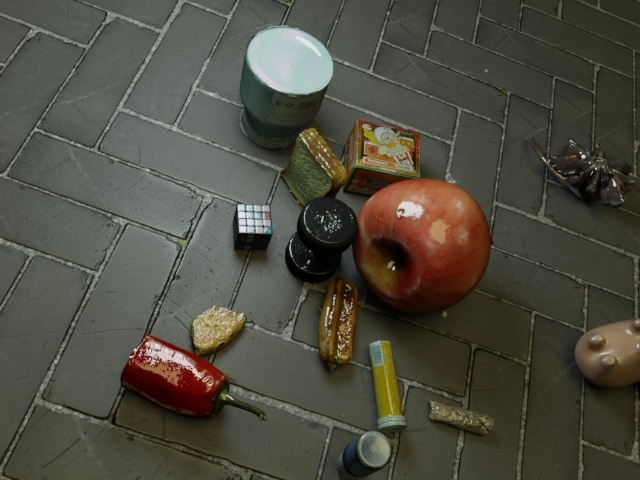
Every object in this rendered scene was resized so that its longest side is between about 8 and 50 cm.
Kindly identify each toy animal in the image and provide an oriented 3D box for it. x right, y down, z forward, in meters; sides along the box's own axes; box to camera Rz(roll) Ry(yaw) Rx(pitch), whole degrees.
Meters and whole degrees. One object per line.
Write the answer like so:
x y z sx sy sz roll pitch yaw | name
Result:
0.873 0.312 1.757 0.326 0.269 0.237 -15 62 12 | toy animal

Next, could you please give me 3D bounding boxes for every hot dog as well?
0.041 0.216 1.651 0.104 0.076 0.250 22 60 -27 | hot dog

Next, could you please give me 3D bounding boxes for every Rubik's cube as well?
-0.183 -0.036 1.707 0.092 0.092 0.092 1 62 -15 | Rubik's cube

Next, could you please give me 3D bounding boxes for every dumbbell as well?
0.000 0.000 1.666 0.152 0.218 0.153 7 60 -12 | dumbbell

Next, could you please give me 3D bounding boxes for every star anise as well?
0.879 -0.228 2.110 0.315 0.139 0.360 -1 47 -25 | star anise

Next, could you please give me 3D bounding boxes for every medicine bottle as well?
0.165 0.365 1.602 0.073 0.074 0.218 2 61 -15 | medicine bottle
-0.116 -0.422 1.823 0.244 0.290 0.245 7 62 -14 | medicine bottle
0.093 0.490 1.435 0.083 0.203 0.084 6 60 -11 | medicine bottle

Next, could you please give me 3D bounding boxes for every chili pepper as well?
-0.278 0.340 1.454 0.338 0.131 0.135 22 34 1 | chili pepper

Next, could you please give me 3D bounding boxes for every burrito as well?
0.357 0.453 1.626 0.171 0.042 0.051 18 69 -4 | burrito

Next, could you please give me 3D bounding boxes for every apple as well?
0.271 0.006 1.668 0.363 0.364 0.364 7 61 -12 | apple

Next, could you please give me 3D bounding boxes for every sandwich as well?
-0.021 -0.183 1.761 0.065 0.215 0.186 -30 74 -29 | sandwich

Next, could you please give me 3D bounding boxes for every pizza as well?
-0.261 0.219 1.579 0.160 0.036 0.099 -36 77 -30 | pizza

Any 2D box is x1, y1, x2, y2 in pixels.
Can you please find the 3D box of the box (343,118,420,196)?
0.179 -0.237 1.888 0.194 0.148 0.178 10 59 -11 | box
